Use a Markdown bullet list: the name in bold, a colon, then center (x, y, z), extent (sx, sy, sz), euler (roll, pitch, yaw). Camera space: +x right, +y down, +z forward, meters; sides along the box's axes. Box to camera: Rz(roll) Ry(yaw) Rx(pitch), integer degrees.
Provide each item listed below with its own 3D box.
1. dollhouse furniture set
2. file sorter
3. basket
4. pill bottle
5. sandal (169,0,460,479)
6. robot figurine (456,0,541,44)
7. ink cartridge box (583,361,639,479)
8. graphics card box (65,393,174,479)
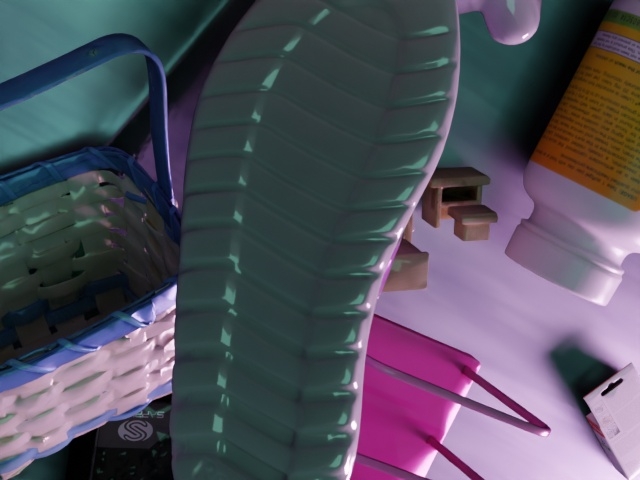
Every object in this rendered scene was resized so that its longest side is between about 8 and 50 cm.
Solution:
- **dollhouse furniture set**: center (0.090, -0.040, 1.046), extent (0.161, 0.182, 0.101), euler (-4, 108, -18)
- **file sorter**: center (0.015, 0.213, 1.001), extent (0.202, 0.182, 0.290), euler (24, 95, -25)
- **basket**: center (-0.215, 0.013, 0.922), extent (0.255, 0.201, 0.289), euler (-24, 140, -22)
- **pill bottle**: center (0.260, -0.074, 1.121), extent (0.136, 0.136, 0.245), euler (24, 98, -25)
- **sandal**: center (-0.015, -0.004, 0.887), extent (0.169, 0.102, 0.416), euler (15, 85, 10)
- **robot figurine**: center (0.057, -0.305, 0.940), extent (0.300, 0.200, 0.353), euler (-16, 115, 16)
- **ink cartridge box**: center (0.299, 0.174, 1.275), extent (0.063, 0.029, 0.115), euler (-35, 114, -6)
- **graphics card box**: center (-0.114, 0.295, 1.128), extent (0.233, 0.094, 0.371), euler (4, 106, -21)
